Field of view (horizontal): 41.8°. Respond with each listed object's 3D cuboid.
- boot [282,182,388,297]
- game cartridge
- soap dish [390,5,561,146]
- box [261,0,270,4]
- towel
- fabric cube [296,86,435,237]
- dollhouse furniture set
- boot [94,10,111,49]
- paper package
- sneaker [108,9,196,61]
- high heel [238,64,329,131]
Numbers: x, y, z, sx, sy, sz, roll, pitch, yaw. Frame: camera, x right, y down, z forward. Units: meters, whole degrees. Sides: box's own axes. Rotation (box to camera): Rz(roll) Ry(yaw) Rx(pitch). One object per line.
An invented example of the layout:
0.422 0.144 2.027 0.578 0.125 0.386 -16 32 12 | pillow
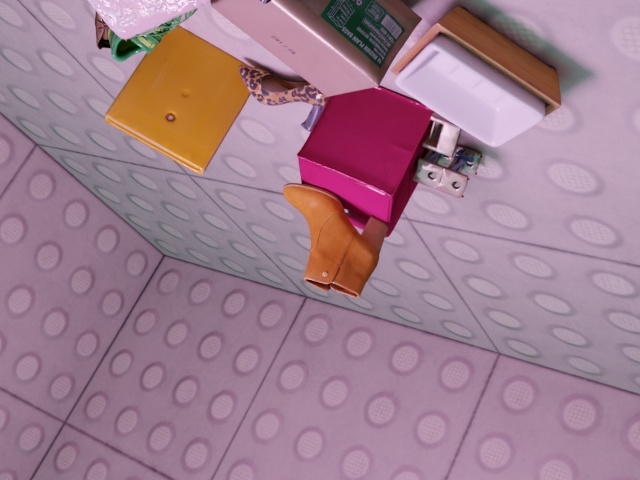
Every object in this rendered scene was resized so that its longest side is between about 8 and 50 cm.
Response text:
0.001 0.001 2.019 0.295 0.211 0.104 25 159 10 | boot
-0.350 -0.370 2.165 0.285 0.324 0.053 30 159 -4 | game cartridge
0.312 -0.326 1.680 0.290 0.118 0.229 31 161 -9 | soap dish
-0.106 -0.539 1.353 0.295 0.293 0.073 39 138 9 | box
-0.396 -0.604 1.826 0.331 0.053 0.317 -15 141 25 | towel
0.113 -0.202 2.062 0.254 0.259 0.258 25 162 11 | fabric cube
0.319 -0.222 1.992 0.128 0.129 0.184 23 131 13 | dollhouse furniture set
-0.533 -0.580 2.154 0.112 0.115 0.305 7 169 -15 | boot
-0.018 -0.449 1.650 0.324 0.168 0.309 35 174 -20 | paper package
-0.406 -0.524 2.063 0.295 0.124 0.109 -23 145 33 | sneaker
-0.083 -0.408 2.114 0.261 0.093 0.186 36 144 2 | high heel
